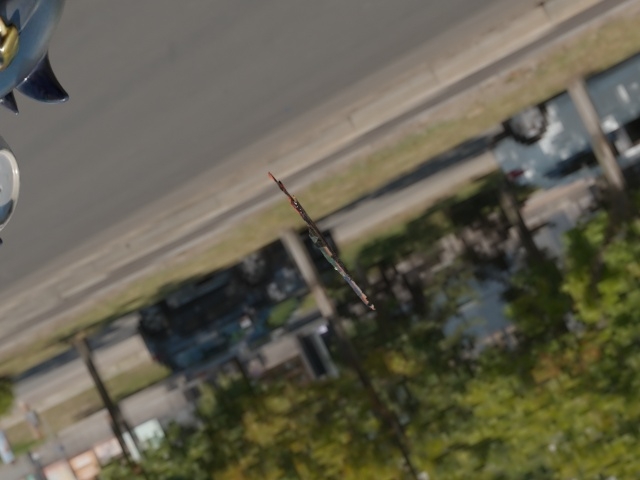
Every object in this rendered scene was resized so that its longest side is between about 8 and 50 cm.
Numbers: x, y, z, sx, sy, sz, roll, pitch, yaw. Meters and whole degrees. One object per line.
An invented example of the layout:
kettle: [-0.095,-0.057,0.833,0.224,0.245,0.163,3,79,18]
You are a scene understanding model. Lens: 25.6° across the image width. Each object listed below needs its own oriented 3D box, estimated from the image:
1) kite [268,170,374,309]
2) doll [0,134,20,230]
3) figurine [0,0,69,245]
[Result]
kite: [0.000,0.000,1.510,0.009,0.189,0.232,-37,-169,1]
doll: [-0.459,-0.069,1.464,0.287,0.151,0.151,6,-174,16]
figurine: [-0.258,-0.113,0.853,0.197,0.265,0.175,13,-176,18]
